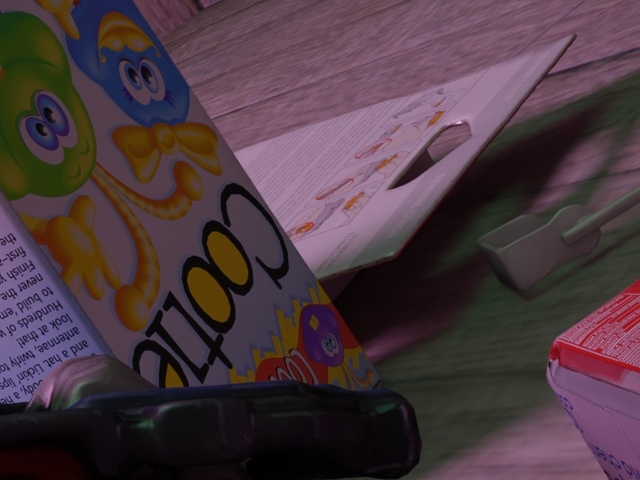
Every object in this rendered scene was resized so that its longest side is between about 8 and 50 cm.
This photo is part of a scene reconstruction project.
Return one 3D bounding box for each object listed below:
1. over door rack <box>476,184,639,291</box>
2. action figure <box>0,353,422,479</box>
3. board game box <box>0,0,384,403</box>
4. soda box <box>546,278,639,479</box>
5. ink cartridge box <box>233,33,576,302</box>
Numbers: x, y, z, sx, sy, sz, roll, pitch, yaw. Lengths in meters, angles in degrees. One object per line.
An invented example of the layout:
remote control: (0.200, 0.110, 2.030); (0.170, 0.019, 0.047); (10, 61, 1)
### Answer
over door rack: (0.150, -0.148, 0.791); (0.324, 0.239, 0.108); (-30, 6, 10)
action figure: (-0.141, 0.128, 0.465); (0.341, 0.178, 0.330); (-4, 3, 2)
board game box: (-0.123, 0.002, 0.788); (0.144, 0.275, 0.142); (-26, 13, 33)
soda box: (0.187, -0.007, 0.462); (0.263, 0.092, 0.083); (-34, 12, -9)
ink cartridge box: (0.000, 0.000, 1.017); (0.239, 0.060, 0.275); (-16, 18, 32)
